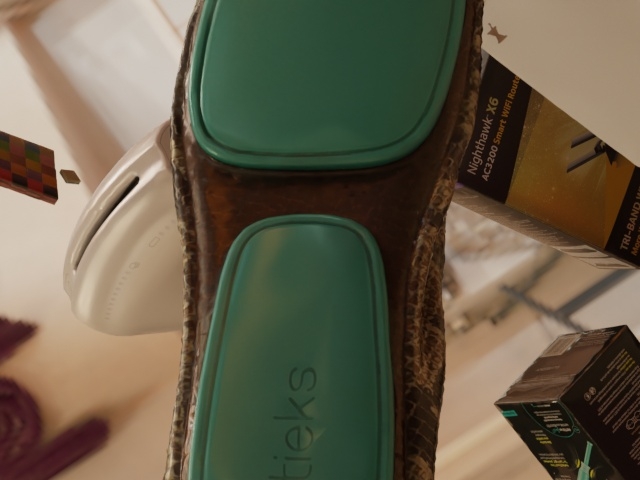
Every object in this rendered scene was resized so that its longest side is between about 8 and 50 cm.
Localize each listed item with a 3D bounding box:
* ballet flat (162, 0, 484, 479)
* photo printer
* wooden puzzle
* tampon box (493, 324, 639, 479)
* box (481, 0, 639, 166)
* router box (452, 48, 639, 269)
[{"bbox_3d":[0.000,0.000,0.837,0.182,0.164,0.482,83,-170,-61],"label":"ballet flat"},{"bbox_3d":[-0.075,-0.015,1.450,0.307,0.256,0.107,-4,-121,-35],"label":"photo printer"},{"bbox_3d":[-0.178,-0.045,0.915,0.083,0.006,0.049,21,-149,-27],"label":"wooden puzzle"},{"bbox_3d":[0.262,0.172,1.422,0.161,0.101,0.120,51,157,-10],"label":"tampon box"},{"bbox_3d":[0.272,-0.258,1.088,0.168,0.345,0.215,36,146,-8],"label":"box"},{"bbox_3d":[0.250,-0.155,1.561,0.243,0.309,0.081,22,170,-24],"label":"router box"}]
